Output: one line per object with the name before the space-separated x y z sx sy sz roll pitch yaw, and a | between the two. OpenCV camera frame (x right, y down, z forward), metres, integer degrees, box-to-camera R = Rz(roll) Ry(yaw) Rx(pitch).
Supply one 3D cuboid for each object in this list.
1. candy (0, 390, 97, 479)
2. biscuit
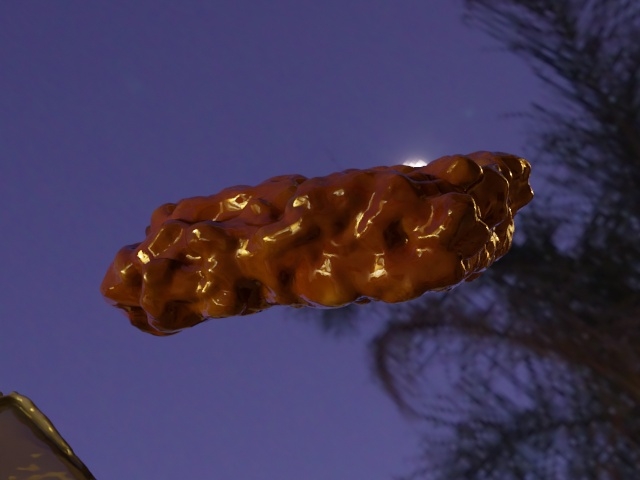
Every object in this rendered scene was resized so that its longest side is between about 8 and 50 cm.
candy | -0.227 0.194 1.065 0.185 0.195 0.137 -3 -56 -45
biscuit | 0.000 0.000 1.364 0.318 0.312 0.110 -9 -87 14
